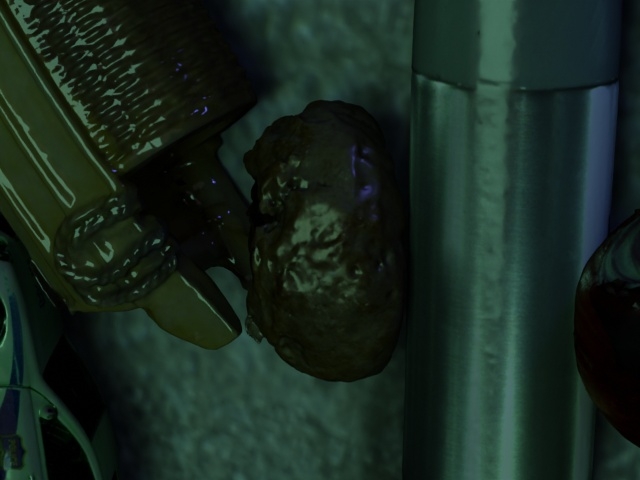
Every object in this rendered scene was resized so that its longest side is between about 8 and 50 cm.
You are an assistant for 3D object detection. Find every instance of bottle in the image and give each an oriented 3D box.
[{"bbox_3d":[0.070,-0.010,0.760,0.096,0.080,0.253,-147,54,-61],"label":"bottle"}]

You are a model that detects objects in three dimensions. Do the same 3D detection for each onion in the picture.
[{"bbox_3d":[0.152,0.034,0.706,0.117,0.118,0.118,-14,96,19],"label":"onion"}]

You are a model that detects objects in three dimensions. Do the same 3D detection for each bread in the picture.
[{"bbox_3d":[0.000,0.000,0.766,0.060,0.082,0.113,-2,85,-7],"label":"bread"}]

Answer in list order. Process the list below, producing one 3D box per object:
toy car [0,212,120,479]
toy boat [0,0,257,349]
[{"bbox_3d":[-0.132,0.096,0.889,0.076,0.090,0.224,-1,103,2],"label":"toy car"},{"bbox_3d":[-0.109,-0.094,0.825,0.115,0.089,0.310,-30,88,34],"label":"toy boat"}]
